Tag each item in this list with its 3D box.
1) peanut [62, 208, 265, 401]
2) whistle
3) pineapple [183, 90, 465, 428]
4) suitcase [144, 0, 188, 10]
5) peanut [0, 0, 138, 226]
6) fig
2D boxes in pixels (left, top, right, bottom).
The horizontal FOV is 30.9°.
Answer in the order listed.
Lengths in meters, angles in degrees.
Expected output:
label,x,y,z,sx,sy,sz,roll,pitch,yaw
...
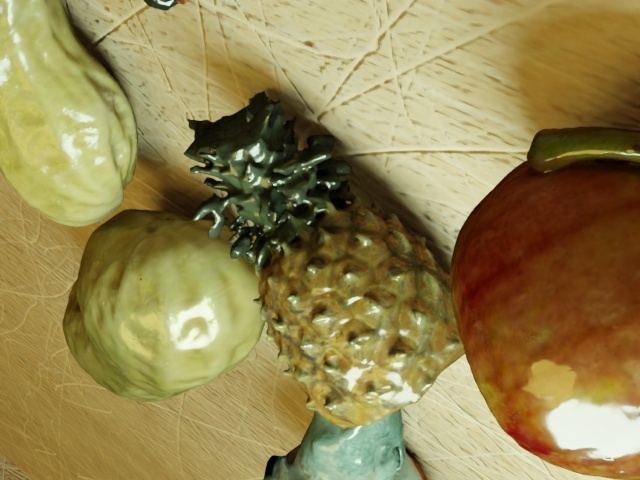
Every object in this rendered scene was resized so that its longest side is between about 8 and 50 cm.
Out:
label,x,y,z,sx,sy,sz,roll,pitch,yaw
peanut,-0.175,0.069,1.193,0.192,0.169,0.387,54,154,-3
whistle,0.037,0.220,1.153,0.189,0.189,0.348,24,124,38
pineapple,0.000,0.000,0.894,0.279,0.157,0.158,58,154,4
suitcase,-0.111,-0.252,0.692,0.206,0.066,0.285,53,167,-12
peanut,-0.262,-0.150,1.054,0.149,0.149,0.313,11,133,50
fig,0.169,0.029,0.633,0.205,0.205,0.205,35,152,22
